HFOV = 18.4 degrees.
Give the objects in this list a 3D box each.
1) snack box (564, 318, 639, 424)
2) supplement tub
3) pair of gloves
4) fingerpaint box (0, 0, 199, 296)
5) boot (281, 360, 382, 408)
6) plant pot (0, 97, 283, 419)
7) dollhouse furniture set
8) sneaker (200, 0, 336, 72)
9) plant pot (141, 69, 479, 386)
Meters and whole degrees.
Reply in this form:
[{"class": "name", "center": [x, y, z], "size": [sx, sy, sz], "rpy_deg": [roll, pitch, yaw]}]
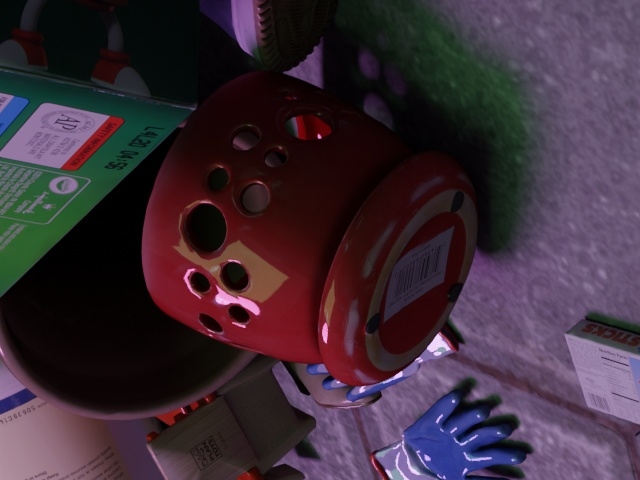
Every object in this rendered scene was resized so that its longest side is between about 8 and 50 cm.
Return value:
[{"class": "snack box", "center": [0.235, 0.100, 1.282], "size": [0.178, 0.022, 0.064], "rpy_deg": [16, 134, 50]}, {"class": "supplement tub", "center": [-0.276, 0.207, 1.963], "size": [0.235, 0.235, 0.325], "rpy_deg": [14, 133, 51]}, {"class": "pair of gloves", "center": [0.067, 0.124, 1.533], "size": [0.159, 0.023, 0.198], "rpy_deg": [-25, 103, 47]}, {"class": "fingerpaint box", "center": [-0.225, -0.180, 1.283], "size": [0.445, 0.163, 0.371], "rpy_deg": [-37, 48, 56]}, {"class": "boot", "center": [-0.003, 0.089, 1.622], "size": [0.118, 0.042, 0.087], "rpy_deg": [4, 119, 51]}, {"class": "plant pot", "center": [-0.172, -0.023, 1.579], "size": [0.229, 0.263, 0.263], "rpy_deg": [47, 158, 55]}, {"class": "dollhouse furniture set", "center": [-0.125, 0.138, 1.717], "size": [0.262, 0.135, 0.259], "rpy_deg": [63, 161, -19]}, {"class": "sneaker", "center": [-0.069, -0.245, 1.283], "size": [0.153, 0.099, 0.282], "rpy_deg": [38, 151, 25]}, {"class": "plant pot", "center": [0.000, 0.000, 1.351], "size": [0.174, 0.191, 0.191], "rpy_deg": [27, 143, 27]}]
